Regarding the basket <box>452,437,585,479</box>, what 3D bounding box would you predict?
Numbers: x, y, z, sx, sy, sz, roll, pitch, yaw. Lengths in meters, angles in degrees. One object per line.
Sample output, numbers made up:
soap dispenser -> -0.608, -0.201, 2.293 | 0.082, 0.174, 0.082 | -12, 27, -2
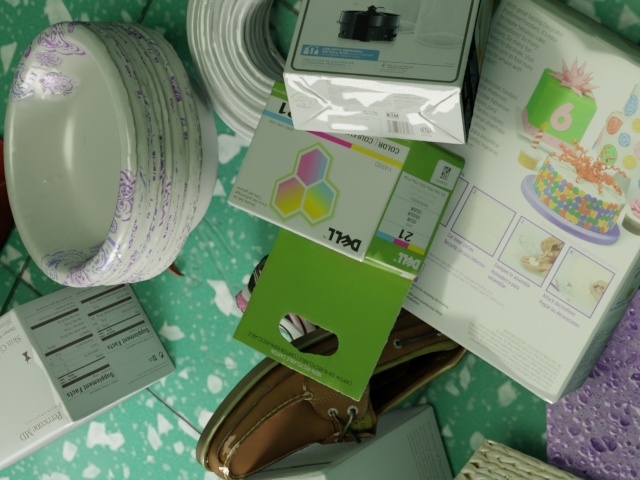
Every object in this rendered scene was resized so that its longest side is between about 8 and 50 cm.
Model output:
basket -> 0.213, 0.292, 1.908 | 0.167, 0.103, 0.113 | 23, 148, 25

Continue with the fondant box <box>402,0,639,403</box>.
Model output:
fondant box -> 0.218, -0.045, 1.814 | 0.238, 0.096, 0.330 | 33, 110, 20

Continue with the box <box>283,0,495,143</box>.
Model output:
box -> 0.076, -0.236, 1.748 | 0.169, 0.290, 0.087 | 7, 148, 13

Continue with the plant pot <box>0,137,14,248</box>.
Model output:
plant pot -> -0.533, -0.012, 2.215 | 0.267, 0.267, 0.235 | 31, 128, 21

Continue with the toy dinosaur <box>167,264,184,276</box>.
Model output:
toy dinosaur -> -0.197, -0.004, 2.145 | 0.090, 0.047, 0.082 | 5, 98, -4

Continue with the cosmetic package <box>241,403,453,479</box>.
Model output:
cosmetic package -> 0.041, 0.317, 1.964 | 0.138, 0.225, 0.224 | -13, 96, 36

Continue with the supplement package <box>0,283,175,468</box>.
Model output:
supplement package -> -0.342, 0.168, 2.167 | 0.262, 0.204, 0.145 | -32, 86, 33

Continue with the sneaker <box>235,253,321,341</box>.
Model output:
sneaker -> -0.007, 0.073, 2.024 | 0.178, 0.072, 0.077 | 27, 106, 17

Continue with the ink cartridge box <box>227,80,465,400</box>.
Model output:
ink cartridge box -> 0.000, 0.000, 1.805 | 0.189, 0.097, 0.255 | 23, 91, 38

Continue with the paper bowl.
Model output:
paper bowl -> -0.218, -0.095, 2.024 | 0.284, 0.148, 0.284 | 10, 103, 53

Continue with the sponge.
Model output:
sponge -> 0.283, 0.143, 1.888 | 0.117, 0.031, 0.210 | 3, 105, 30

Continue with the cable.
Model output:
cable -> -0.019, -0.214, 1.938 | 0.257, 0.089, 0.257 | 6, 106, 29

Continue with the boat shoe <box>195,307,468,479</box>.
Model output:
boat shoe -> 0.017, 0.152, 1.899 | 0.104, 0.307, 0.110 | 44, 163, 29
